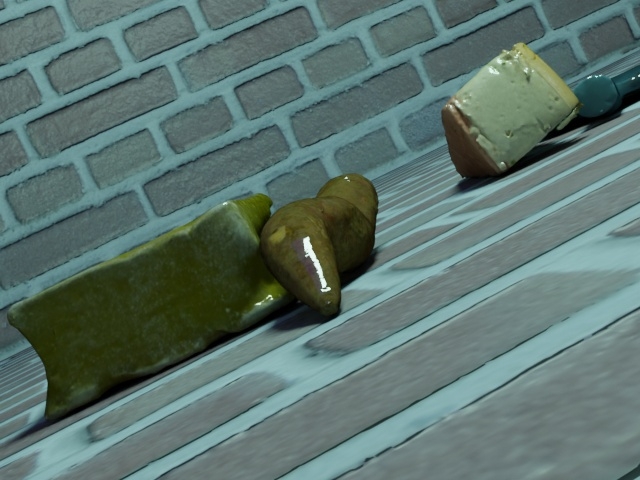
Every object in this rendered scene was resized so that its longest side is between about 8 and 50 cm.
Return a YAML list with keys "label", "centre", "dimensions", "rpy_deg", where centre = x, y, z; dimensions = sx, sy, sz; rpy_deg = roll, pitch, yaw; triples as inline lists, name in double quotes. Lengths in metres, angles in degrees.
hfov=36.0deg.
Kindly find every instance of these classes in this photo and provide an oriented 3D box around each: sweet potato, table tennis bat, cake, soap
- label: "sweet potato"
  centre: [0.000, 0.000, 0.680]
  dimensions: [0.059, 0.067, 0.281]
  rpy_deg: [-32, 2, 16]
- label: "table tennis bat"
  centre: [0.321, -0.167, 1.105]
  dimensions: [0.215, 0.044, 0.329]
  rpy_deg: [-24, 2, 22]
- label: "cake"
  centre: [0.177, -0.125, 0.996]
  dimensions: [0.109, 0.090, 0.225]
  rpy_deg: [-43, 1, 2]
- label: "soap"
  centre: [-0.119, 0.037, 0.817]
  dimensions: [0.199, 0.091, 0.315]
  rpy_deg: [-27, 3, 3]
